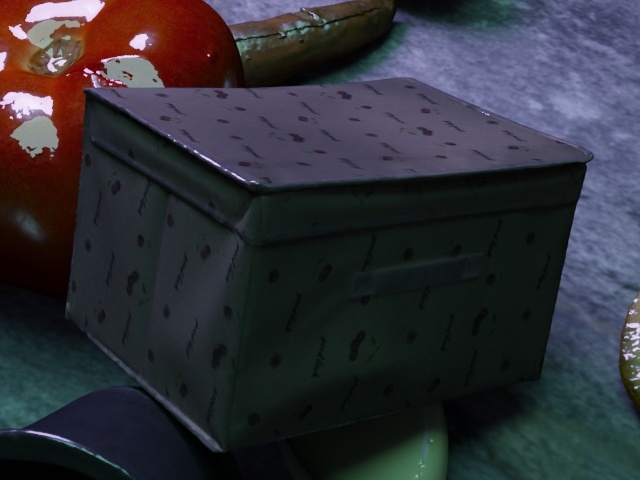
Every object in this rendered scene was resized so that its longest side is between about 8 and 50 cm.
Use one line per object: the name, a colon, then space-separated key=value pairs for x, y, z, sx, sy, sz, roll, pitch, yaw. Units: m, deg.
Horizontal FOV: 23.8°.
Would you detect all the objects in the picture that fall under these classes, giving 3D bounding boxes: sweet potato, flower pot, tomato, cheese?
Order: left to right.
tomato: x=-0.197 y=-0.080 z=1.260 sx=0.298 sy=0.226 sz=0.298 roll=-10 pitch=45 yaw=10
flower pot: x=-0.142 y=0.192 z=1.019 sx=0.235 sy=0.235 sz=0.148 roll=10 pitch=30 yaw=18
sweet potato: x=-0.046 y=-0.183 z=1.447 sx=0.273 sy=0.075 sz=0.075 roll=-19 pitch=46 yaw=-13
cheese: x=0.045 y=0.190 z=1.081 sx=0.127 sy=0.054 sz=0.251 roll=-13 pitch=46 yaw=-4

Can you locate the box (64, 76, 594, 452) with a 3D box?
box: x=0.000 y=0.000 z=1.082 sx=0.297 sy=0.190 sz=0.225 roll=-6 pitch=25 yaw=-37

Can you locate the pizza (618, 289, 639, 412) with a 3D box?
pizza: x=0.354 y=0.069 z=1.163 sx=0.262 sy=0.034 sz=0.181 roll=-10 pitch=46 yaw=-1
